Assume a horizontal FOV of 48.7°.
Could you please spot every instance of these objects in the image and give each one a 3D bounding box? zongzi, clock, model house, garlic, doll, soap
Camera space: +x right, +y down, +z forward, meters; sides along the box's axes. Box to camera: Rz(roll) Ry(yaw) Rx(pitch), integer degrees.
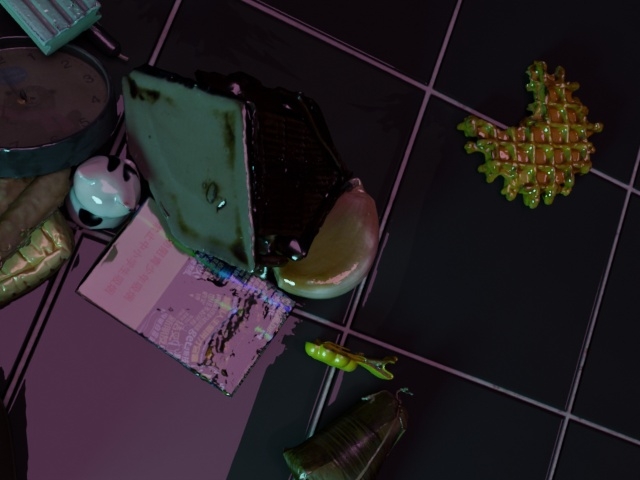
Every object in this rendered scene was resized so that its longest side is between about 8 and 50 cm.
[{"bbox_3d":[0.082,0.406,1.247,0.248,0.111,0.241,-31,112,-23],"label":"zongzi"},{"bbox_3d":[-0.455,-0.214,1.080,0.281,0.055,0.280,6,51,-7],"label":"clock"},{"bbox_3d":[-0.130,-0.122,1.163,0.282,0.317,0.297,-15,120,-58],"label":"model house"},{"bbox_3d":[0.000,0.000,1.230,0.228,0.110,0.217,-33,62,-11],"label":"garlic"},{"bbox_3d":[-0.341,-0.076,1.114,0.110,0.181,0.107,29,64,-18],"label":"doll"},{"bbox_3d":[-0.446,-0.399,1.091,0.114,0.063,0.198,-41,95,-15],"label":"soap"}]

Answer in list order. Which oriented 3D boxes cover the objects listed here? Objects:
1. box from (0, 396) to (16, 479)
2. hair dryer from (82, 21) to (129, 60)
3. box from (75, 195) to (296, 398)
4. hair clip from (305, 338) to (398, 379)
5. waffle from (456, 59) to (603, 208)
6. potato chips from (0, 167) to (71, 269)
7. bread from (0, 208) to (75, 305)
[{"bbox_3d":[-0.553,0.350,0.957,0.216,0.301,0.301,-6,87,-10],"label":"box"},{"bbox_3d":[-0.403,-0.385,1.183,0.219,0.071,0.124,44,76,-16],"label":"hair dryer"},{"bbox_3d":[-0.221,0.094,1.180,0.310,0.084,0.198,37,75,-11],"label":"box"},{"bbox_3d":[0.050,0.211,1.265,0.173,0.072,0.046,18,77,-24],"label":"hair clip"},{"bbox_3d":[0.440,-0.207,1.420,0.293,0.069,0.260,-42,96,-15],"label":"waffle"},{"bbox_3d":[-0.572,-0.029,1.010,0.358,0.070,0.429,14,55,18],"label":"potato chips"},{"bbox_3d":[-0.500,0.026,1.089,0.236,0.106,0.140,-30,95,-17],"label":"bread"}]
